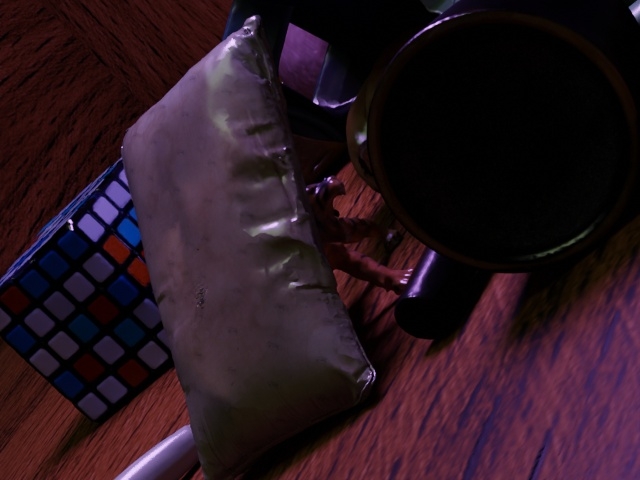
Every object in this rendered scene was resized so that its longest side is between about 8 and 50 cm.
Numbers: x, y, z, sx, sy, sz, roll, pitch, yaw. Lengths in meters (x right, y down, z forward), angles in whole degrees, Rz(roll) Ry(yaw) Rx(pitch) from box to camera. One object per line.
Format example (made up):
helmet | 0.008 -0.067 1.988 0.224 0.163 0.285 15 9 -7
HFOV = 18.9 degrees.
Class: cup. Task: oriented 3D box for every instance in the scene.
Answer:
cup | 0.103 -0.067 1.233 0.239 0.166 0.177 -39 8 25
cup | 0.030 -0.263 1.647 0.242 0.308 0.292 -16 -12 18

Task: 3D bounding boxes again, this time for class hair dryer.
hair dryer | -0.155 0.201 1.541 0.237 0.075 0.206 -40 2 -14

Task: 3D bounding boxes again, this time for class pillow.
pillow | -0.057 0.014 1.367 0.075 0.302 0.185 4 -29 -43

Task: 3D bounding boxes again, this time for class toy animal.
toy animal | -0.006 0.006 1.516 0.114 0.116 0.255 -43 9 4

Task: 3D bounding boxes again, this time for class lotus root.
lotus root | 0.090 -0.116 1.611 0.125 0.118 0.221 -39 8 36

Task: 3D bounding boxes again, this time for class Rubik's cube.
Rubik's cube | -0.218 0.048 2.037 0.184 0.182 0.187 -38 11 33

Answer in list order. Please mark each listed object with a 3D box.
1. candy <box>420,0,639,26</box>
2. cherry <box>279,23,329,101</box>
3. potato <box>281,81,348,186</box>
candy | 0.278 -0.290 1.443 0.398 0.172 0.263 -26 16 36
cherry | 0.063 -0.230 1.936 0.261 0.221 0.307 -49 -7 -14
potato | -0.052 -0.093 2.126 0.271 0.111 0.160 -33 -3 7
